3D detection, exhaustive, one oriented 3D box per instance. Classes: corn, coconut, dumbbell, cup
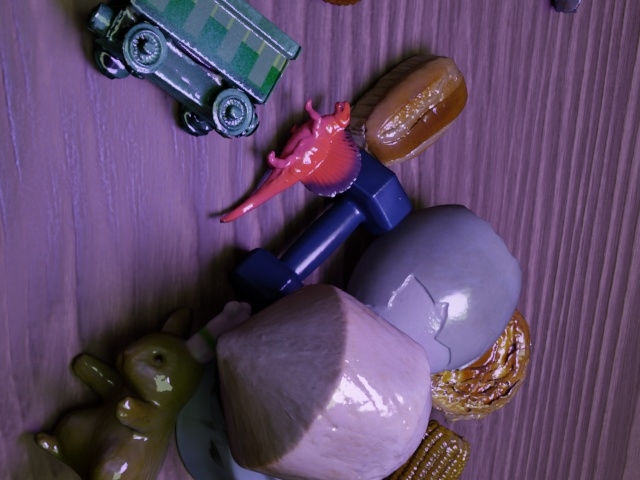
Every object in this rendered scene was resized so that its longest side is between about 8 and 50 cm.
[{"bbox_3d":[0.176,0.530,1.645,0.131,0.131,0.344,39,81,-36],"label":"corn"},{"bbox_3d":[-0.010,0.207,1.150,0.329,0.329,0.328,-11,109,-32],"label":"coconut"},{"bbox_3d":[0.000,0.000,1.354,0.325,0.160,0.144,-45,155,-15],"label":"dumbbell"},{"bbox_3d":[-0.058,0.315,1.395,0.347,0.163,0.347,-10,108,-32],"label":"cup"}]

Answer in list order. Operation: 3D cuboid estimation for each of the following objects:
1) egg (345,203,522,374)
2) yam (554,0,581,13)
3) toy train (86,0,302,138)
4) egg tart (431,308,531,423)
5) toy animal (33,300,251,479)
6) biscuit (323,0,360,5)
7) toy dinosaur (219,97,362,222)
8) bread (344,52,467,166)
[{"bbox_3d":[0.188,0.103,1.432,0.336,0.278,0.278,-43,124,-16],"label":"egg"},{"bbox_3d":[0.501,-0.576,1.561,0.106,0.106,0.259,-18,112,-30],"label":"yam"},{"bbox_3d":[-0.183,-0.278,1.161,0.301,0.120,0.202,32,81,-37],"label":"toy train"},{"bbox_3d":[0.284,0.229,1.642,0.297,0.132,0.296,-1,93,-24],"label":"egg tart"},{"bbox_3d":[-0.268,0.219,1.216,0.180,0.181,0.362,28,88,-46],"label":"toy animal"},{"bbox_3d":[0.040,-0.490,1.288,0.221,0.066,0.220,-8,105,-32],"label":"biscuit"},{"bbox_3d":[-0.024,-0.104,1.311,0.139,0.070,0.286,36,82,0],"label":"toy dinosaur"},{"bbox_3d":[0.156,-0.227,1.421,0.236,0.106,0.140,-42,125,-17],"label":"bread"}]
